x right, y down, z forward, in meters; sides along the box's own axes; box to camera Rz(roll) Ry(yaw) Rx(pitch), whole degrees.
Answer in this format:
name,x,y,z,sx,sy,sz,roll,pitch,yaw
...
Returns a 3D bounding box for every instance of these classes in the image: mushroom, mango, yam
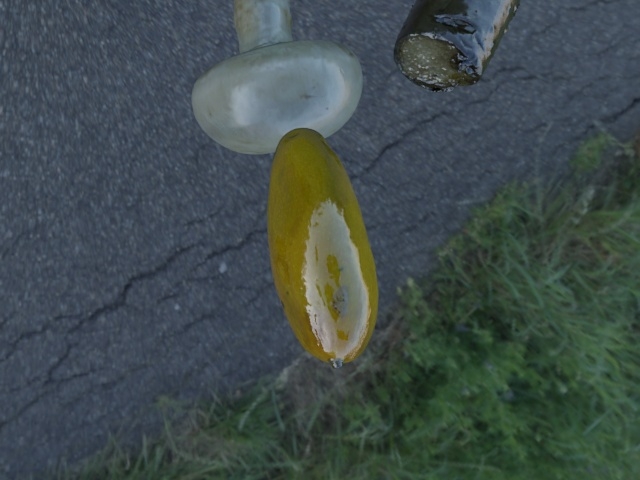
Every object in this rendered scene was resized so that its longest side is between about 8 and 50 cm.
name,x,y,z,sx,sy,sz,roll,pitch,yaw
mushroom,-0.046,-0.200,0.953,0.207,0.206,0.209,6,106,-23
mango,0.000,0.000,0.586,0.075,0.190,0.098,-7,163,-1
yam,0.197,-0.323,1.002,0.131,0.131,0.279,37,68,-31
